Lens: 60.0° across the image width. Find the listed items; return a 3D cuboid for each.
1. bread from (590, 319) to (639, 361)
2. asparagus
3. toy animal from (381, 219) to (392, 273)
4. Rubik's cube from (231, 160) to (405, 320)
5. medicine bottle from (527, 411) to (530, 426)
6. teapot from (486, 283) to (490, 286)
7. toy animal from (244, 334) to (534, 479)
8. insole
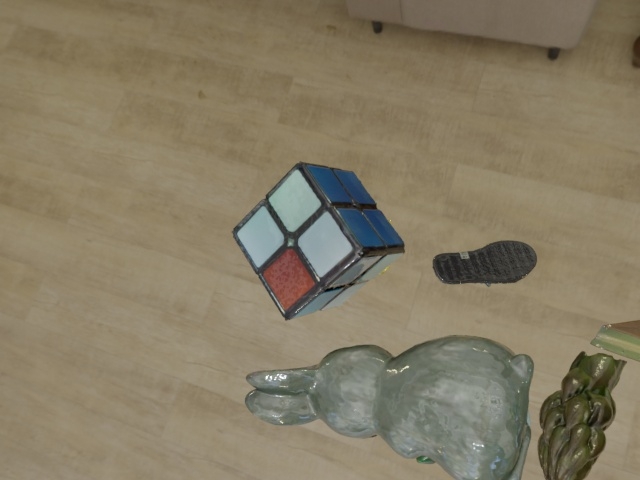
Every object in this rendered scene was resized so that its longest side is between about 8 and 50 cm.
[{"bbox_3d":[0.690,0.233,1.234,0.139,0.074,0.084,-2,44,-18],"label":"bread"},{"bbox_3d":[0.309,0.196,0.656,0.080,0.287,0.080,17,122,29],"label":"asparagus"},{"bbox_3d":[0.178,0.033,1.842,0.156,0.230,0.156,5,120,9],"label":"toy animal"},{"bbox_3d":[-0.001,0.000,0.894,0.180,0.167,0.183,-40,71,26],"label":"Rubik's cube"},{"bbox_3d":[0.442,0.544,1.671,0.289,0.245,0.245,-2,71,50],"label":"medicine bottle"},{"bbox_3d":[0.477,0.086,1.519,0.083,0.063,0.049,-37,94,3],"label":"teapot"},{"bbox_3d":[0.062,0.127,0.483,0.236,0.108,0.138,16,113,17],"label":"toy animal"},{"bbox_3d":[0.382,0.050,1.268,0.309,0.012,0.110,-3,65,-26],"label":"insole"}]
